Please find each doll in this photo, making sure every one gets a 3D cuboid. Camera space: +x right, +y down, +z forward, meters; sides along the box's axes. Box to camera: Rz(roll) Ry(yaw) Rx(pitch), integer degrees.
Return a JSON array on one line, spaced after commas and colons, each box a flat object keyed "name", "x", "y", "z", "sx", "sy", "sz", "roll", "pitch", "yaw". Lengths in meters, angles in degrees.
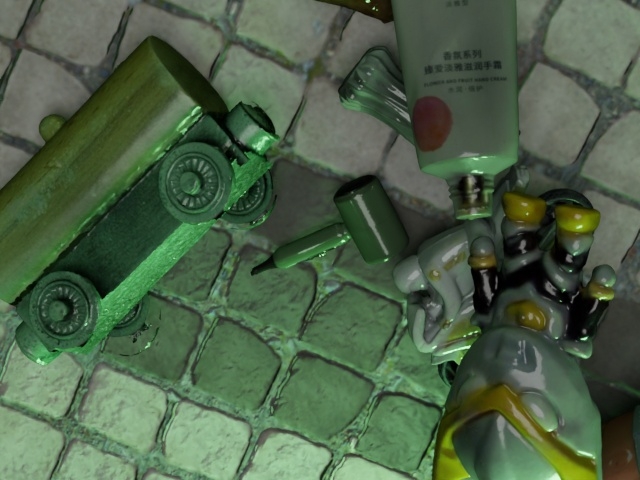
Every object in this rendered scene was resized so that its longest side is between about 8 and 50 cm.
[{"name": "doll", "x": 0.178, "y": 0.117, "z": 1.162, "sx": 0.145, "sy": 0.103, "sz": 0.316, "roll": 8, "pitch": 106, "yaw": 6}]

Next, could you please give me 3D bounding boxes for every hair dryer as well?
[{"name": "hair dryer", "x": 0.000, "y": 0.000, "z": 1.240, "sx": 0.150, "sy": 0.047, "sz": 0.071, "roll": -23, "pitch": 105, "yaw": 20}]

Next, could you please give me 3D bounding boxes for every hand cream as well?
[{"name": "hand cream", "x": 0.109, "y": -0.186, "z": 1.113, "sx": 0.124, "sy": 0.078, "sz": 0.340, "roll": -5, "pitch": 86, "yaw": 4}]

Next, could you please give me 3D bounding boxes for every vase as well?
[{"name": "vase", "x": 0.088, "y": -0.105, "z": 1.180, "sx": 0.149, "sy": 0.081, "sz": 0.081, "roll": 34, "pitch": 106, "yaw": -5}]

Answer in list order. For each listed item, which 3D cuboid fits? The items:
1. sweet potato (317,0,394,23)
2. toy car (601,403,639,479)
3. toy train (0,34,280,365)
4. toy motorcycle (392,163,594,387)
[{"name": "sweet potato", "x": -0.046, "y": -0.274, "z": 1.122, "sx": 0.097, "sy": 0.097, "sz": 0.292, "roll": -38, "pitch": 112, "yaw": 13}, {"name": "toy car", "x": 0.312, "y": 0.286, "z": 1.256, "sx": 0.212, "sy": 0.180, "sz": 0.270, "roll": -26, "pitch": 103, "yaw": 23}, {"name": "toy train", "x": -0.175, "y": -0.030, "z": 1.204, "sx": 0.307, "sy": 0.126, "sz": 0.189, "roll": -44, "pitch": 70, "yaw": 14}, {"name": "toy motorcycle", "x": 0.142, "y": 0.035, "z": 1.224, "sx": 0.151, "sy": 0.074, "sz": 0.228, "roll": 22, "pitch": 117, "yaw": -13}]
